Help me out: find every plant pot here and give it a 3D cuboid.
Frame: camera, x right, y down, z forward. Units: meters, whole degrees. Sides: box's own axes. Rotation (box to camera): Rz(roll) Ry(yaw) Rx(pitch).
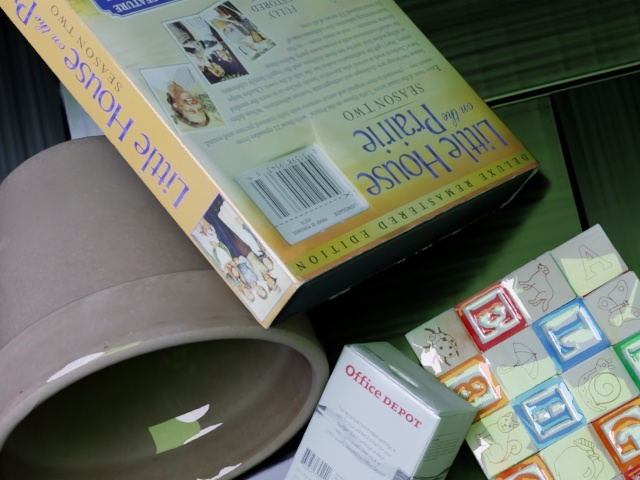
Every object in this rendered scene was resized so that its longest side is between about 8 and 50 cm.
[{"bbox_3d":[-0.154,0.053,1.211,0.263,0.263,0.229,-26,59,2],"label":"plant pot"}]

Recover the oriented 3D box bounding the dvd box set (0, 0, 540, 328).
[{"bbox_3d":[-0.061,-0.153,1.218,0.420,0.308,0.062,49,133,13],"label":"dvd box set"}]

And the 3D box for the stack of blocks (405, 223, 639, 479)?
[{"bbox_3d":[0.212,0.160,1.189,0.171,0.087,0.297,-29,71,1],"label":"stack of blocks"}]

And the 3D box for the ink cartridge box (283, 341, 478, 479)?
[{"bbox_3d":[0.042,0.156,1.178,0.099,0.056,0.135,36,112,33],"label":"ink cartridge box"}]
